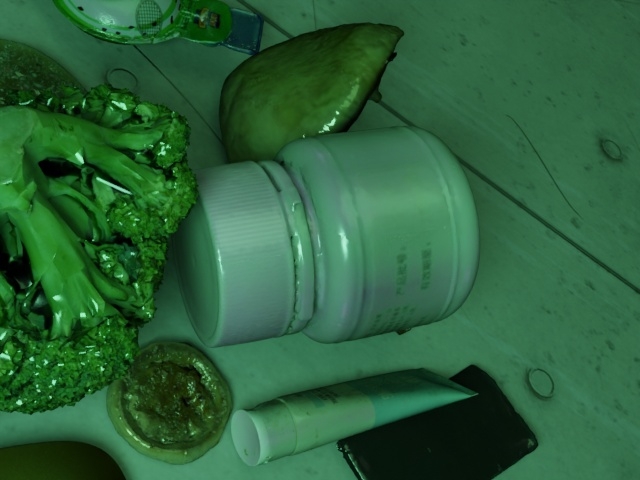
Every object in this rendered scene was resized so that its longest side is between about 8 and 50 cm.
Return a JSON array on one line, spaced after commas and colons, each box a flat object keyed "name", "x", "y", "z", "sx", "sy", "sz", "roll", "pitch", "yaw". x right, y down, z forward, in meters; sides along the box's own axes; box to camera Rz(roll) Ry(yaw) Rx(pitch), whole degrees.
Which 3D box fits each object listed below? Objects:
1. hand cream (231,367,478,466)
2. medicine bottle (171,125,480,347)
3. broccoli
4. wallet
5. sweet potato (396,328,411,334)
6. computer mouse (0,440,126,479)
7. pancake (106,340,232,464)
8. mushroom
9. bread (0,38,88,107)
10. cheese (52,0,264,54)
[{"name": "hand cream", "x": 0.044, "y": 0.201, "z": 1.196, "sx": 0.312, "sy": 0.111, "sz": 0.070, "roll": -12, "pitch": 107, "yaw": -34}, {"name": "medicine bottle", "x": 0.000, "y": 0.000, "z": 1.188, "sx": 0.325, "sy": 0.256, "sz": 0.256, "roll": -10, "pitch": 63, "yaw": -20}, {"name": "broccoli", "x": -0.313, "y": 0.013, "z": 0.968, "sx": 0.414, "sy": 0.310, "sz": 0.320, "roll": -13, "pitch": 94, "yaw": -12}, {"name": "wallet", "x": 0.156, "y": 0.265, "z": 1.260, "sx": 0.285, "sy": 0.030, "sz": 0.146, "roll": -21, "pitch": 68, "yaw": -41}, {"name": "sweet potato", "x": 0.097, "y": 0.075, "z": 1.345, "sx": 0.049, "sy": 0.049, "sz": 0.117, "roll": -16, "pitch": 68, "yaw": -38}, {"name": "computer mouse", "x": -0.319, "y": 0.285, "z": 0.930, "sx": 0.311, "sy": 0.072, "sz": 0.158, "roll": -6, "pitch": 60, "yaw": -33}, {"name": "pancake", "x": -0.171, "y": 0.182, "z": 1.122, "sx": 0.152, "sy": 0.025, "sz": 0.151, "roll": 15, "pitch": 53, "yaw": -21}, {"name": "mushroom", "x": -0.012, "y": -0.226, "z": 1.378, "sx": 0.212, "sy": 0.217, "sz": 0.292, "roll": 42, "pitch": 47, "yaw": 7}, {"name": "bread", "x": -0.396, "y": -0.153, "z": 1.214, "sx": 0.267, "sy": 0.040, "sz": 0.266, "roll": 16, "pitch": 52, "yaw": -21}, {"name": "cheese", "x": -0.237, "y": -0.336, "z": 1.387, "sx": 0.321, "sy": 0.083, "sz": 0.203, "roll": 13, "pitch": 47, "yaw": -10}]
